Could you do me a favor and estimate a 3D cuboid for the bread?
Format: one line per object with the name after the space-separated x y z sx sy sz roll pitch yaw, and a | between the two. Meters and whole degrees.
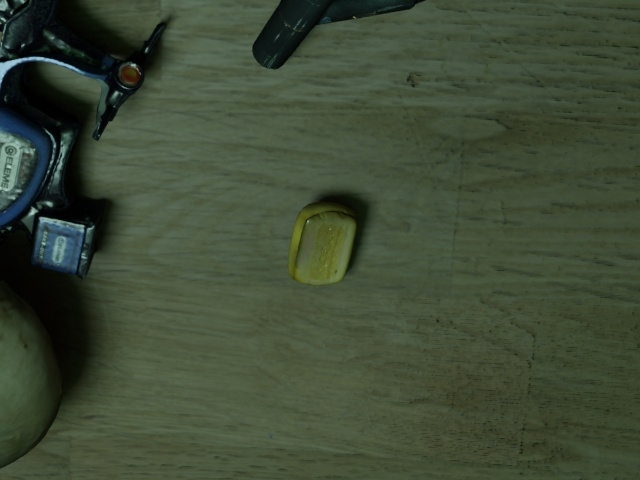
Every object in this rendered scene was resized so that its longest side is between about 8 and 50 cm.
0.000 0.000 1.148 0.082 0.056 0.115 -2 125 -15 | bread

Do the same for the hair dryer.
0.037 -0.257 1.042 0.194 0.173 0.050 -10 78 -29 | hair dryer

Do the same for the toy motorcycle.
-0.320 -0.144 1.086 0.212 0.125 0.359 14 114 -10 | toy motorcycle

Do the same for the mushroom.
-0.483 0.123 1.140 0.362 0.295 0.362 11 141 9 | mushroom
